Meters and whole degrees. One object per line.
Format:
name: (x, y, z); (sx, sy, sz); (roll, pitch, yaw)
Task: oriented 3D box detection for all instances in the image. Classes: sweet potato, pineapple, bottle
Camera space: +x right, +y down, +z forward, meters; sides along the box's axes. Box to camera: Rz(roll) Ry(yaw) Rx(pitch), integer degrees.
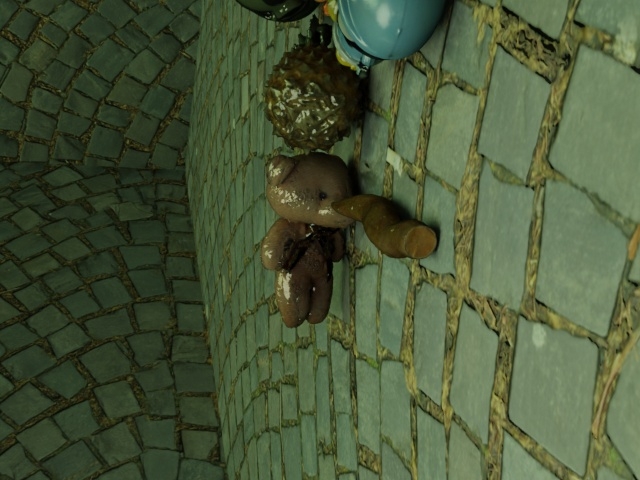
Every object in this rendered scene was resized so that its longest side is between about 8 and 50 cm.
sweet potato: (0.089, -0.025, 1.232); (0.059, 0.067, 0.281); (50, 178, -20)
pineapple: (-0.008, -0.287, 1.483); (0.361, 0.175, 0.175); (-84, 6, -54)
bottle: (-0.080, -0.473, 1.528); (0.347, 0.169, 0.168); (-72, -11, -74)

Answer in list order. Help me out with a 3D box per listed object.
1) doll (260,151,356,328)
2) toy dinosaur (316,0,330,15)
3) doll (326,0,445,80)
doll: (0.000, 0.000, 1.433); (0.156, 0.201, 0.303); (3, 99, 38)
toy dinosaur: (0.032, -0.443, 1.383); (0.070, 0.117, 0.288); (152, 115, -73)
doll: (0.081, -0.317, 1.151); (0.314, 0.141, 0.177); (156, 118, -77)
